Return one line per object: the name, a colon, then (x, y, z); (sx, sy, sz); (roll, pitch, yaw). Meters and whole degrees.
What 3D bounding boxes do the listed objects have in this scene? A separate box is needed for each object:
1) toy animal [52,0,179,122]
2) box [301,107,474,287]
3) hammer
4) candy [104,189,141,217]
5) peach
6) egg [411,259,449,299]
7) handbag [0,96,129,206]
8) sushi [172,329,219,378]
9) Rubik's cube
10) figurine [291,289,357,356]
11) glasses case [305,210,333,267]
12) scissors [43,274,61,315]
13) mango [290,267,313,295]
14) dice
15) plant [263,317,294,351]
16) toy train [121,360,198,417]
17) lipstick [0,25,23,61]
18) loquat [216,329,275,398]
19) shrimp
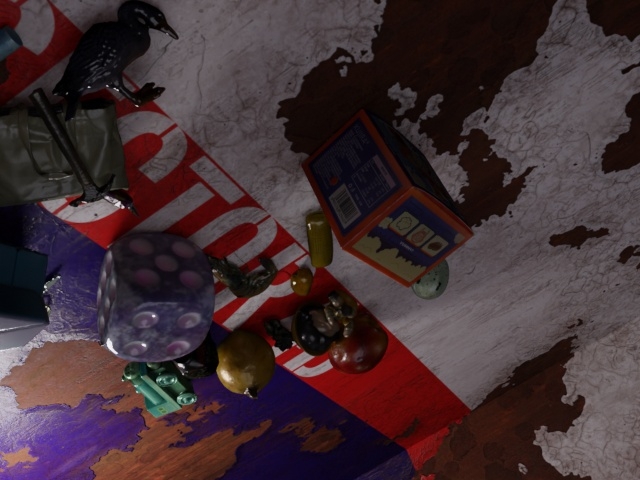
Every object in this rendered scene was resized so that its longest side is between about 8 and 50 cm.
toy animal: (-0.431, -0.364, 1.365); (0.298, 0.122, 0.185); (-35, 121, -6)
box: (0.180, -0.116, 1.765); (0.257, 0.348, 0.319); (-42, 135, 19)
hammer: (-0.553, -0.201, 1.424); (0.125, 0.027, 0.297); (-26, 132, -9)
candy: (-0.524, -0.112, 1.661); (0.043, 0.045, 0.175); (-31, 139, 24)
peach: (0.130, 0.383, 2.350); (0.200, 0.243, 0.243); (38, 118, 0)
egg: (0.386, 0.130, 2.287); (0.131, 0.131, 0.164); (5, 118, -30)
handbag: (-0.610, -0.200, 1.484); (0.316, 0.109, 0.253); (-8, 132, -17)
sushi: (-0.404, 0.325, 2.037); (0.136, 0.225, 0.126); (-32, 139, 7)
Rubik's cube: (-0.856, 0.143, 1.551); (0.368, 0.358, 0.387); (-37, 148, 16)
figurine: (0.015, 0.275, 2.229); (0.257, 0.167, 0.192); (-39, 110, 19)
glasses case: (0.000, 0.000, 2.015); (0.079, 0.064, 0.234); (-11, 138, -5)
scissors: (-0.795, 0.149, 1.823); (0.134, 0.020, 0.187); (24, 121, -36)
mango: (-0.059, 0.138, 2.132); (0.080, 0.060, 0.114); (-17, 142, -5)
dice: (-0.459, 0.157, 1.802); (0.271, 0.270, 0.270); (5, 131, -29)
plant: (-0.142, 0.329, 2.283); (0.085, 0.087, 0.174); (-53, 140, -21)
toy train: (-0.549, 0.489, 2.227); (0.194, 0.120, 0.298); (-21, 139, 3)
lipstick: (-0.680, -0.370, 1.316); (0.158, 0.048, 0.048); (-31, 138, 8)
loquat: (-0.254, 0.431, 2.207); (0.214, 0.246, 0.213); (-12, 140, -10)
shrimp: (-0.239, 0.088, 2.006); (0.169, 0.058, 0.296); (-37, 141, 4)
